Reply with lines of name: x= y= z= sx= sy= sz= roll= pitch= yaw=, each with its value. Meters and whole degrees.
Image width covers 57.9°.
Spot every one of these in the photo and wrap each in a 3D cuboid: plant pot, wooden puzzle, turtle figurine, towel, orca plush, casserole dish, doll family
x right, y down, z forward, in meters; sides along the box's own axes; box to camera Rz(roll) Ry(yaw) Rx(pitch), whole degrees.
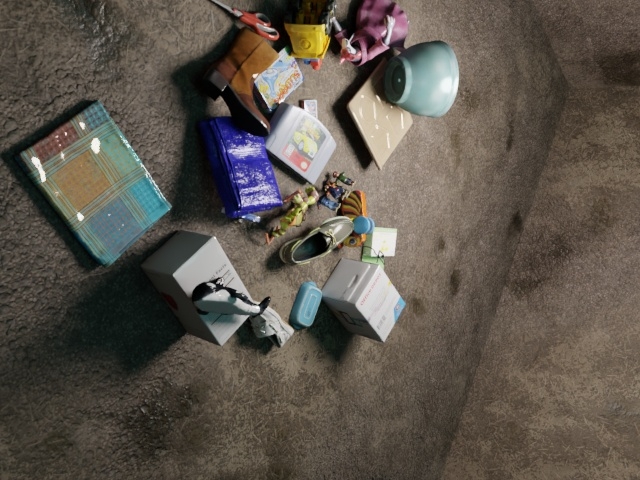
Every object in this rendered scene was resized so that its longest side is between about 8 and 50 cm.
plant pot: x=0.366 y=-0.621 z=2.234 sx=0.196 sy=0.293 sz=0.293 roll=-7 pitch=103 yaw=-23
wooden puzzle: x=0.231 y=-0.507 z=2.331 sx=0.348 sy=0.080 sz=0.322 roll=-58 pitch=134 yaw=-30
turtle figurine: x=-0.080 y=-0.101 z=1.976 sx=0.217 sy=0.087 sz=0.269 roll=-51 pitch=174 yaw=-50
towel: x=-0.581 y=-0.144 z=1.531 sx=0.271 sy=0.040 sz=0.370 roll=-49 pitch=129 yaw=-31
orca plush: x=-0.254 y=0.145 z=1.631 sx=0.287 sy=0.151 sz=0.102 roll=11 pitch=58 yaw=-45
casserole dish: x=-0.050 y=0.247 z=2.186 sx=0.114 sy=0.037 sz=0.188 roll=32 pitch=74 yaw=-45
doll family: x=0.045 y=-0.185 z=2.163 sx=0.193 sy=0.111 sz=0.076 roll=-51 pitch=165 yaw=-44
towel: x=-0.237 y=-0.237 z=1.796 sx=0.227 sy=0.076 sz=0.308 roll=-17 pitch=90 yaw=-44

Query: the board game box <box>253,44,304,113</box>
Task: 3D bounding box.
board game box: x=-0.147 y=-0.540 z=1.935 sx=0.201 sy=0.035 sz=0.136 roll=-53 pitch=131 yaw=-27

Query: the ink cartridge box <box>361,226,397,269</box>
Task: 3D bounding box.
ink cartridge box: x=0.246 y=0.061 z=2.464 sx=0.171 sy=0.056 sz=0.235 roll=2 pitch=94 yaw=-48

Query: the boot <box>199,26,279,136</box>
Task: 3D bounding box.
boot: x=-0.208 y=-0.489 z=1.795 sx=0.264 sy=0.096 sz=0.280 roll=38 pitch=56 yaw=-13

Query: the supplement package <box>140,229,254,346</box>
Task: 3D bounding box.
supplement package: x=-0.358 y=0.139 z=1.722 sx=0.175 sy=0.177 sz=0.293 roll=-47 pitch=128 yaw=-31

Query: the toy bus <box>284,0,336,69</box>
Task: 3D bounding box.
toy bus: x=-0.024 y=-0.702 z=1.963 sx=0.211 sy=0.149 sz=0.220 roll=81 pitch=19 yaw=-47

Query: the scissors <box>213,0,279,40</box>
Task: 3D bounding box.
scissors: x=-0.247 y=-0.688 z=1.769 sx=0.297 sy=0.021 sz=0.109 roll=2 pitch=60 yaw=-48

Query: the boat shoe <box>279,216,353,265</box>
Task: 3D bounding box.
boat shoe: x=0.002 y=0.004 z=2.089 sx=0.305 sy=0.091 sz=0.109 roll=-27 pitch=108 yaw=-20

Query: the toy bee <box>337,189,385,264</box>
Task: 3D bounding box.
toy bee: x=0.128 y=-0.038 z=2.258 sx=0.195 sy=0.162 sz=0.298 roll=42 pitch=34 yaw=-59

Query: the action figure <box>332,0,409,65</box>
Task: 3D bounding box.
action figure: x=0.162 y=-0.755 z=2.163 sx=0.370 sy=0.248 sz=0.276 roll=-55 pitch=159 yaw=-27

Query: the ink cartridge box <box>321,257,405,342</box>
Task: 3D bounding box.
ink cartridge box: x=0.169 y=0.234 z=2.301 sx=0.198 sy=0.197 sz=0.270 roll=-56 pitch=133 yaw=-23

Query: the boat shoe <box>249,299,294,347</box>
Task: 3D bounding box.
boat shoe: x=-0.190 y=0.291 z=1.994 sx=0.277 sy=0.098 sz=0.096 roll=47 pitch=62 yaw=-43

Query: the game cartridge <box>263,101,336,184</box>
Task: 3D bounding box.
game cartridge: x=-0.069 y=-0.341 z=2.014 sx=0.294 sy=0.060 sz=0.196 roll=33 pitch=82 yaw=-47

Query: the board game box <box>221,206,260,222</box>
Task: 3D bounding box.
board game box: x=-0.256 y=-0.082 z=1.859 sx=0.090 sy=0.090 sz=0.020 roll=18 pitch=87 yaw=-47

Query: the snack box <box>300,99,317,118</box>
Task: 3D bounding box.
snack box: x=-0.038 y=-0.416 z=2.087 sx=0.064 sy=0.022 sz=0.178 roll=-15 pitch=108 yaw=-44
